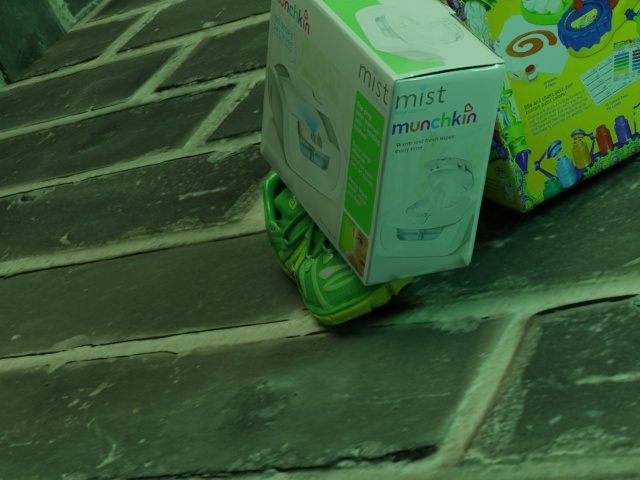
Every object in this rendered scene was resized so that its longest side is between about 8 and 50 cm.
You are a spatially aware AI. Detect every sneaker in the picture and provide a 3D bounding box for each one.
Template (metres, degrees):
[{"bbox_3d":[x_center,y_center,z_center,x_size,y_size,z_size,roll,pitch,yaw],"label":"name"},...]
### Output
[{"bbox_3d":[0.000,0.000,1.598,0.109,0.123,0.295,-32,26,-12],"label":"sneaker"}]

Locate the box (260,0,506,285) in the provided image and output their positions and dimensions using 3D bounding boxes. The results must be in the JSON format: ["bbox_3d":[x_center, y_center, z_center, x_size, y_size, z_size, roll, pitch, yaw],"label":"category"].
[{"bbox_3d":[0.054,-0.129,1.488,0.126,0.231,0.262,-12,39,-23],"label":"box"}]

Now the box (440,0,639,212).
[{"bbox_3d":[0.248,-0.228,1.583,0.290,0.279,0.177,-26,23,-16],"label":"box"}]
